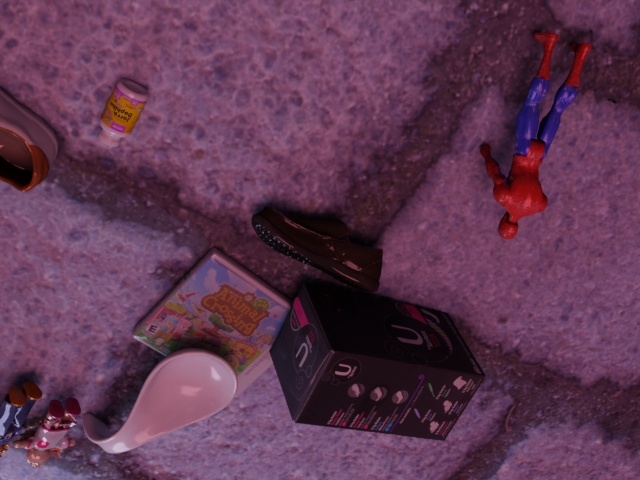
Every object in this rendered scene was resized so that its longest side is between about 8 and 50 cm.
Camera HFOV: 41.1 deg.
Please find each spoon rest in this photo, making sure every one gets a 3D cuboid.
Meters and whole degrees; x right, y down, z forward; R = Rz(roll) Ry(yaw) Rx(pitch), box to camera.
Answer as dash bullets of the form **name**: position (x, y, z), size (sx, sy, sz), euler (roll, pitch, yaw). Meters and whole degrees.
- **spoon rest**: position (-0.251, 0.256, 1.320), size (0.276, 0.084, 0.137), euler (-31, 124, 18)

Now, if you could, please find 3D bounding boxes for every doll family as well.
- **doll family**: position (-0.502, 0.284, 1.292), size (0.263, 0.118, 0.163), euler (2, 133, -49)

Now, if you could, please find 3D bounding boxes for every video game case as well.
- **video game case**: position (-0.147, 0.133, 1.319), size (0.212, 0.023, 0.193), euler (37, 108, -28)

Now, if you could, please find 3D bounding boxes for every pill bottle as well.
- **pill bottle**: position (-0.258, -0.163, 1.103), size (0.043, 0.043, 0.083), euler (22, 115, -22)

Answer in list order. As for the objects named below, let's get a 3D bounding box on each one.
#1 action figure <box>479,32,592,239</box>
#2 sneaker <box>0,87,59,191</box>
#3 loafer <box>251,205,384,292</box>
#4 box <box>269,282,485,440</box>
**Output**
- **action figure**: position (0.285, -0.142, 1.205), size (0.092, 0.139, 0.280), euler (13, 96, -14)
- **sneaker**: position (-0.446, -0.164, 1.022), size (0.290, 0.123, 0.106), euler (35, 111, -26)
- **loafer**: position (0.000, 0.000, 1.245), size (0.220, 0.080, 0.078), euler (29, 79, -24)
- **box**: position (0.084, 0.187, 1.298), size (0.271, 0.165, 0.143), euler (13, 118, -27)
